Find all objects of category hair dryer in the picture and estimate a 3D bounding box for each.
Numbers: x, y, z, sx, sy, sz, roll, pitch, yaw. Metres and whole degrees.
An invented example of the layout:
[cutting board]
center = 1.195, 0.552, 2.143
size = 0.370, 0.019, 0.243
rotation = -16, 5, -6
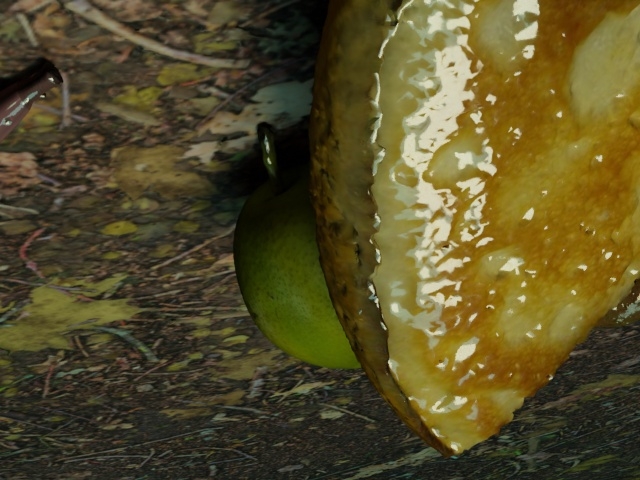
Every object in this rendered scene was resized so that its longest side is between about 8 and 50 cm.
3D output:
[hair dryer]
center = -0.235, -0.076, 0.759
size = 0.154, 0.054, 0.106
rotation = -28, 151, 12

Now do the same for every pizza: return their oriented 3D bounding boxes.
[pizza]
center = 0.181, -0.067, 0.808
size = 0.406, 0.130, 0.440
rotation = -23, 133, -16

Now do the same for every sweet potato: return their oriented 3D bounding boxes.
[sweet potato]
center = 0.384, 0.063, 1.400
size = 0.068, 0.068, 0.226
rotation = 9, 150, -42

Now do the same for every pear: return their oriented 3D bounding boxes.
[pear]
center = 0.000, 0.000, 0.928
size = 0.216, 0.166, 0.180
rotation = 47, 156, -23
